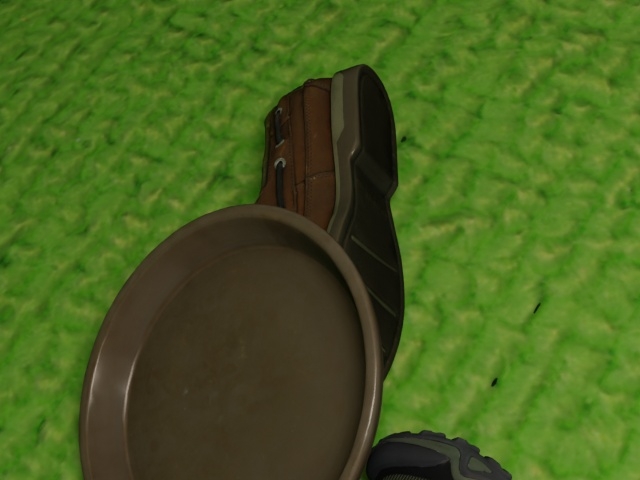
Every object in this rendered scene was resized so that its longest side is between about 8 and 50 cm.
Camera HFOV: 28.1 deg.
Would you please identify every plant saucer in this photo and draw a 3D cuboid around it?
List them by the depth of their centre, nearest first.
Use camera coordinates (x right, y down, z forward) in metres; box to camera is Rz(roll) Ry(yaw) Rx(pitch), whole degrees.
[{"bbox_3d":[-0.064,0.111,0.918,0.278,0.041,0.278,-13,67,34],"label":"plant saucer"}]

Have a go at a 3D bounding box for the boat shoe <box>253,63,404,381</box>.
[{"bbox_3d":[0.000,0.000,1.028,0.104,0.111,0.307,-14,48,24],"label":"boat shoe"}]

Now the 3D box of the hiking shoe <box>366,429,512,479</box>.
[{"bbox_3d":[0.100,0.214,0.831,0.227,0.086,0.114,33,63,33],"label":"hiking shoe"}]
